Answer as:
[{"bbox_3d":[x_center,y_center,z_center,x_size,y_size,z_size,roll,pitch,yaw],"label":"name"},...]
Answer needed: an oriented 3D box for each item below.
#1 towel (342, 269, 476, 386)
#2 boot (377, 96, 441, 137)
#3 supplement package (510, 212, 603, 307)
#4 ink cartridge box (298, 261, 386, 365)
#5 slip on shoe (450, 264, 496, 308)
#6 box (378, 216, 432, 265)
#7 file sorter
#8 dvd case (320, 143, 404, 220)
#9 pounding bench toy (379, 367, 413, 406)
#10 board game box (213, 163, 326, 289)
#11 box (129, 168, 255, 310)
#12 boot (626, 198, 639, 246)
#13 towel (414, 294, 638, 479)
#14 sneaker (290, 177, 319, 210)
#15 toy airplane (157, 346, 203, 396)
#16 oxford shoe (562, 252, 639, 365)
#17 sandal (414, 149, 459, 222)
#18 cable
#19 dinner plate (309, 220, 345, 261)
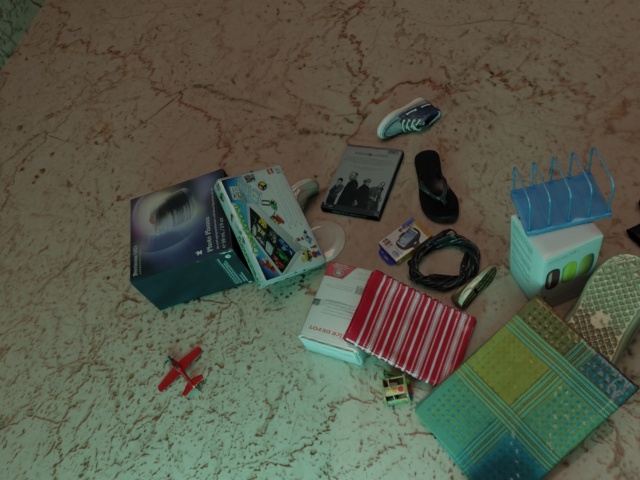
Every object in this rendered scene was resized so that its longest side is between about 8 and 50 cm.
[{"bbox_3d":[0.209,0.203,1.363,0.274,0.031,0.199,26,66,6],"label":"towel"},{"bbox_3d":[0.263,-0.353,1.746,0.190,0.069,0.086,-37,52,-10],"label":"boot"},{"bbox_3d":[0.515,0.032,1.308,0.139,0.244,0.134,-24,54,1],"label":"supplement package"},{"bbox_3d":[0.063,0.178,1.448,0.158,0.092,0.218,12,61,23],"label":"ink cartridge box"},{"bbox_3d":[0.372,0.107,1.428,0.135,0.051,0.041,-48,45,-8],"label":"slip on shoe"},{"bbox_3d":[0.218,0.006,1.552,0.136,0.028,0.081,-35,55,-9],"label":"box"},{"bbox_3d":[0.486,-0.104,1.192,0.170,0.104,0.118,-14,52,9],"label":"file sorter"},{"bbox_3d":[0.122,-0.173,1.698,0.179,0.029,0.239,11,61,24],"label":"dvd case"},{"bbox_3d":[0.172,0.326,1.341,0.065,0.052,0.083,-14,55,8],"label":"pounding bench toy"},{"bbox_3d":[-0.133,-0.043,1.554,0.193,0.053,0.305,-19,77,-31],"label":"board game box"},{"bbox_3d":[-0.363,-0.002,1.647,0.294,0.183,0.296,-18,54,7],"label":"box"},{"bbox_3d":[0.776,-0.042,1.401,0.099,0.045,0.121,-33,55,-1],"label":"boot"},{"bbox_3d":[0.405,0.328,1.204,0.370,0.040,0.271,-46,54,9],"label":"towel"},{"bbox_3d":[-0.086,-0.066,1.669,0.262,0.099,0.121,-42,79,-17],"label":"sneaker"},{"bbox_3d":[-0.353,0.344,1.509,0.151,0.028,0.151,-9,57,14],"label":"toy airplane"},{"bbox_3d":[0.554,0.230,1.248,0.169,0.130,0.449,36,89,33],"label":"oxford shoe"},{"bbox_3d":[0.307,-0.154,1.611,0.097,0.054,0.255,-18,54,6],"label":"sandal"},{"bbox_3d":[0.308,0.059,1.485,0.184,0.047,0.150,-33,59,-8],"label":"cable"},{"bbox_3d":[0.000,0.000,1.632,0.141,0.017,0.141,-9,54,13],"label":"dinner plate"}]
